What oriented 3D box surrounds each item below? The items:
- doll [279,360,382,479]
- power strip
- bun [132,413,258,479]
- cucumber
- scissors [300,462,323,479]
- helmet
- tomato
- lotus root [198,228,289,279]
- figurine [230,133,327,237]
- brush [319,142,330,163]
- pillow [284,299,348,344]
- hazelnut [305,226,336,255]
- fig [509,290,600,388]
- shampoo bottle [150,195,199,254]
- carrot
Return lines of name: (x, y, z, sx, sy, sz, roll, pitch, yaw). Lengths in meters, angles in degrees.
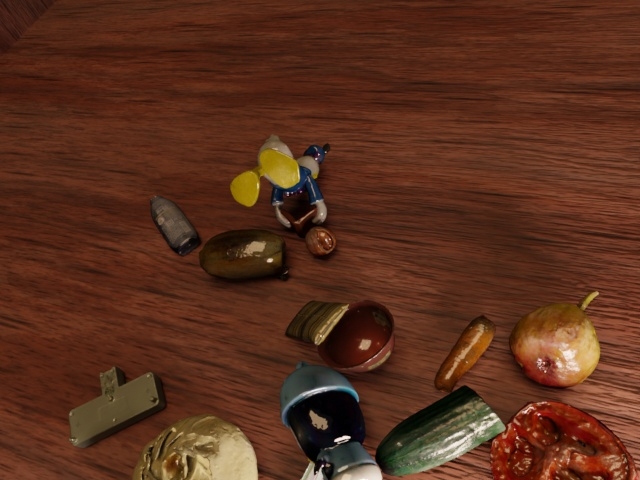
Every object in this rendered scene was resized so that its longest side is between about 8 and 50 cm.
doll: (0.014, 0.359, 0.925, 0.141, 0.177, 0.314, -50, 41, 21)
power strip: (-0.482, 0.367, 1.125, 0.216, 0.061, 0.145, -26, 54, -4)
bun: (-0.250, 0.466, 0.941, 0.260, 0.152, 0.259, -8, 52, 10)
cucumber: (0.209, 0.365, 0.917, 0.244, 0.063, 0.115, -33, 34, 1)
scissors: (-0.040, 0.521, 0.917, 0.125, 0.030, 0.256, 13, 59, 25)
helmet: (0.088, 0.227, 1.039, 0.175, 0.106, 0.155, -39, 41, -14)
tomato: (0.420, 0.398, 0.838, 0.228, 0.101, 0.227, -22, 39, 20)
lotus root: (-0.200, 0.037, 1.243, 0.241, 0.122, 0.123, -4, 46, 10)
figurine: (-0.050, -0.155, 1.273, 0.205, 0.283, 0.338, -10, 25, 28)
brush: (0.010, -0.264, 1.464, 0.024, 0.008, 0.083, 10, 60, 19)
pillow: (-0.015, 0.177, 1.078, 0.113, 0.038, 0.203, -48, 13, -20)
hazelnut: (0.000, 0.000, 1.238, 0.087, 0.086, 0.086, -7, 55, 10)
fig: (0.496, 0.173, 0.967, 0.257, 0.159, 0.159, -34, 52, -31)
shampoo bottle: (-0.435, -0.052, 1.411, 0.087, 0.049, 0.233, -38, 55, -10)
carrot: (0.300, 0.238, 1.008, 0.060, 0.060, 0.186, 33, 77, 31)
